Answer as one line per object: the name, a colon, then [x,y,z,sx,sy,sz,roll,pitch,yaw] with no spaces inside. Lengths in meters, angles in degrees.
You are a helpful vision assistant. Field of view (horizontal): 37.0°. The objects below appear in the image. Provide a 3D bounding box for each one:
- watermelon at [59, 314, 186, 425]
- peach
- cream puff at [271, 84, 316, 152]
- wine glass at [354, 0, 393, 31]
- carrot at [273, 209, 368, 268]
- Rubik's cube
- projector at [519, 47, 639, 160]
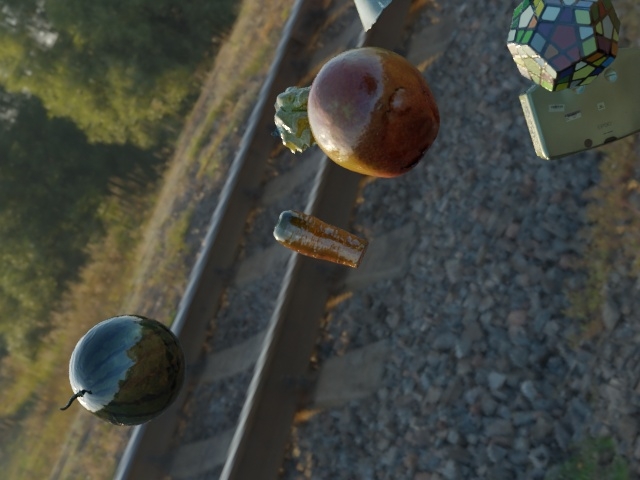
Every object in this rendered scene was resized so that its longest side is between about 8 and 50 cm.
watermelon: [-0.190,0.126,0.896,0.133,0.105,0.105,-24,-16,-43]
peach: [0.090,-0.218,1.639,0.231,0.231,0.231,-54,19,28]
cream puff: [-0.009,-0.240,1.836,0.156,0.156,0.121,-126,22,-71]
wine glass: [0.027,-0.388,1.334,0.122,0.183,0.122,-55,7,10]
carrot: [0.000,0.000,1.971,0.087,0.194,0.087,-158,90,-88]
Rubik's cube: [0.288,-0.243,1.133,0.133,0.133,0.111,-85,-4,-51]
projector: [0.538,-0.287,1.905,0.270,0.193,0.088,-19,10,-1]
